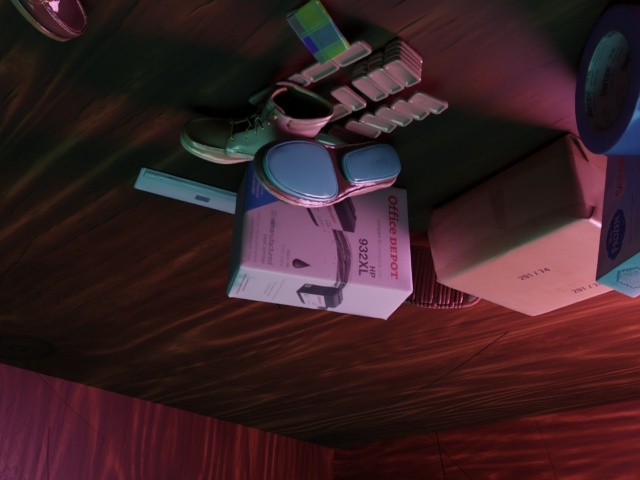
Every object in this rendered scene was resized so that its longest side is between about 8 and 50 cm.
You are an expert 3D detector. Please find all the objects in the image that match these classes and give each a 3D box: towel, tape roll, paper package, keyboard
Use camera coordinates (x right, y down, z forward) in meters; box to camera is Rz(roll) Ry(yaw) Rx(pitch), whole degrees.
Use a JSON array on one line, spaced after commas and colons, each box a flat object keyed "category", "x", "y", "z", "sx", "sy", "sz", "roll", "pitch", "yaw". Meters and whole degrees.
[{"category": "towel", "x": -0.003, "y": -0.278, "z": 0.874, "sx": 0.060, "sy": 0.009, "sz": 0.083, "roll": -18, "pitch": 121, "yaw": 43}, {"category": "tape roll", "x": 0.404, "y": -0.202, "z": 0.843, "sx": 0.080, "sy": 0.189, "sz": 0.189, "roll": 2, "pitch": 151, "yaw": -2}, {"category": "paper package", "x": 0.424, "y": -0.006, "z": 1.220, "sx": 0.309, "sy": 0.168, "sz": 0.325, "roll": 20, "pitch": 146, "yaw": -32}, {"category": "keyboard", "x": -0.225, "y": -0.087, "z": 1.270, "sx": 0.256, "sy": 0.014, "sz": 0.072, "roll": 15, "pitch": 153, "yaw": -22}]

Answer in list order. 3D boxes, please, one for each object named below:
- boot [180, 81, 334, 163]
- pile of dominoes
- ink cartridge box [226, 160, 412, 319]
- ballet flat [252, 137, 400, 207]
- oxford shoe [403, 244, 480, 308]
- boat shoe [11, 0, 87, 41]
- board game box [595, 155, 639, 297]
[{"category": "boot", "x": -0.100, "y": -0.179, "z": 1.003, "sx": 0.213, "sy": 0.077, "sz": 0.165, "roll": 6, "pitch": 159, "yaw": -16}, {"category": "pile of dominoes", "x": 0.044, "y": -0.224, "z": 1.005, "sx": 0.251, "sy": 0.040, "sz": 0.196, "roll": -15, "pitch": 148, "yaw": 42}, {"category": "ink cartridge box", "x": 0.000, "y": 0.000, "z": 1.194, "sx": 0.307, "sy": 0.223, "sz": 0.129, "roll": 10, "pitch": 149, "yaw": -14}, {"category": "ballet flat", "x": -0.003, "y": -0.097, "z": 1.022, "sx": 0.316, "sy": 0.107, "sz": 0.106, "roll": -6, "pitch": 171, "yaw": -46}, {"category": "oxford shoe", "x": 0.181, "y": 0.075, "z": 1.414, "sx": 0.348, "sy": 0.123, "sz": 0.130, "roll": 12, "pitch": 172, "yaw": 23}, {"category": "boat shoe", "x": -0.344, "y": -0.323, "z": 0.782, "sx": 0.073, "sy": 0.073, "sz": 0.207, "roll": -8, "pitch": 150, "yaw": 20}, {"category": "board game box", "x": 0.486, "y": -0.129, "z": 0.838, "sx": 0.066, "sy": 0.318, "sz": 0.318, "roll": 24, "pitch": 149, "yaw": -4}]
